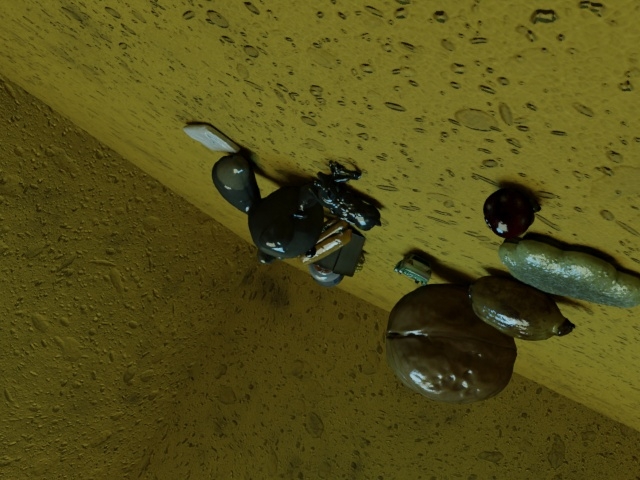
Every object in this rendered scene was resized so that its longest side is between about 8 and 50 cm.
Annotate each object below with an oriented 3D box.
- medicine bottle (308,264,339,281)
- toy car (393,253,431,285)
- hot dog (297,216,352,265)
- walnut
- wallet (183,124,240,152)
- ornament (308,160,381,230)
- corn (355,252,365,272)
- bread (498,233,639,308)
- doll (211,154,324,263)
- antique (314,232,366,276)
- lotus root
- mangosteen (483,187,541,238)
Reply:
[{"bbox_3d":[0.029,0.117,2.334,0.157,0.156,0.288,27,171,9],"label":"medicine bottle"},{"bbox_3d":[0.286,0.085,1.588,0.090,0.076,0.224,27,179,3],"label":"toy car"},{"bbox_3d":[0.000,0.000,1.627,0.068,0.100,0.250,11,148,-43],"label":"hot dog"},{"bbox_3d":[0.397,0.310,1.578,0.398,0.353,0.308,13,174,0],"label":"walnut"},{"bbox_3d":[-0.312,-0.286,1.463,0.124,0.031,0.183,32,170,-37],"label":"wallet"},{"bbox_3d":[0.070,-0.096,1.193,0.202,0.080,0.236,32,171,-1],"label":"ornament"},{"bbox_3d":[0.057,0.030,1.936,0.310,0.101,0.101,35,170,-28],"label":"corn"},{"bbox_3d":[0.446,0.055,0.975,0.207,0.056,0.287,30,170,-23],"label":"bread"},{"bbox_3d":[-0.162,-0.086,1.477,0.379,0.252,0.382,30,165,-10],"label":"doll"},{"bbox_3d":[0.051,0.028,1.733,0.152,0.146,0.148,22,-179,37],"label":"antique"},{"bbox_3d":[0.487,0.170,1.269,0.260,0.128,0.145,21,159,36],"label":"lotus root"},{"bbox_3d":[0.294,-0.045,0.809,0.081,0.080,0.081,28,172,4],"label":"mangosteen"}]
